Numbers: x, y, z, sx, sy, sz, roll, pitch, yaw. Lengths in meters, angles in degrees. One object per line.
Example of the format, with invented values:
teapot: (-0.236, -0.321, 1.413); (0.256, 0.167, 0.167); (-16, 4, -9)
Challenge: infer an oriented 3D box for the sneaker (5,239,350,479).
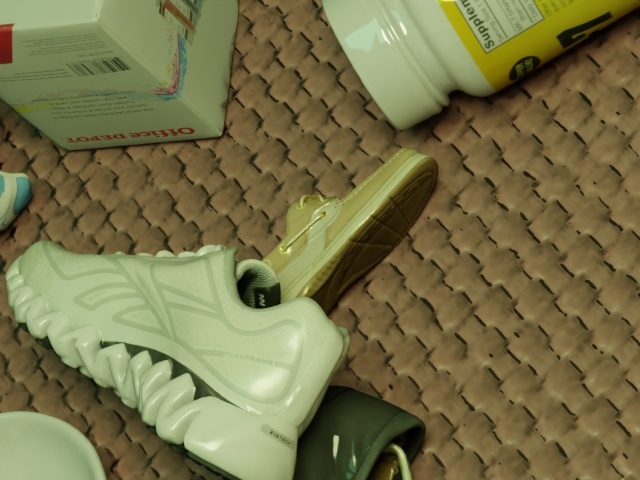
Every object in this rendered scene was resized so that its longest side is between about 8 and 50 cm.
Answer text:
sneaker: (-0.087, 0.052, 1.134); (0.292, 0.110, 0.118); (28, 84, 48)

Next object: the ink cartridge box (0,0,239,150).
ink cartridge box: (-0.148, -0.152, 1.227); (0.128, 0.176, 0.127); (-3, 67, 23)

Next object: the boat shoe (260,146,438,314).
boat shoe: (0.000, 0.000, 1.165); (0.170, 0.063, 0.059); (-47, 65, 2)

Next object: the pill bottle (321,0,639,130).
pill bottle: (0.113, -0.161, 1.145); (0.208, 0.119, 0.119); (-31, 61, 11)

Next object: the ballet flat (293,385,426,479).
ballet flat: (0.011, 0.217, 1.062); (0.096, 0.095, 0.280); (3, 72, 13)

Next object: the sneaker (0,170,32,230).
sneaker: (-0.283, -0.096, 1.318); (0.086, 0.085, 0.237); (-27, 68, -22)

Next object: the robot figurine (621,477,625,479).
robot figurine: (0.178, 0.187, 1.010); (0.101, 0.067, 0.115); (-43, 58, 18)

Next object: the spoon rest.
spoon rest: (-0.260, 0.184, 1.199); (0.276, 0.084, 0.137); (-10, 67, 21)
